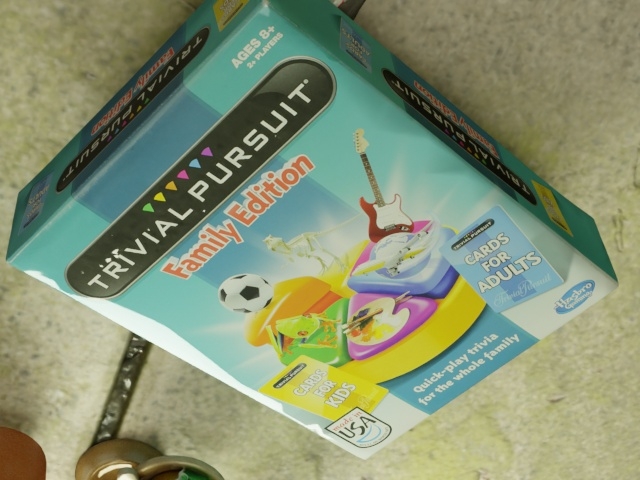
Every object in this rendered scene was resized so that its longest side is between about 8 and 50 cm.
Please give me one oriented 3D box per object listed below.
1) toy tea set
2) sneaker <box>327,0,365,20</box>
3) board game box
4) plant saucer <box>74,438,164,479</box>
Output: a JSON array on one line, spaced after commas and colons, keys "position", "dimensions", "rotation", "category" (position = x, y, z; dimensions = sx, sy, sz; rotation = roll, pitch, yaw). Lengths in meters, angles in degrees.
[{"position": [-0.183, 0.270, 0.883], "dimensions": [0.335, 0.124, 0.200], "rotation": [10, 127, -7], "category": "toy tea set"}, {"position": [-0.007, -0.131, 0.728], "dimensions": [0.064, 0.061, 0.158], "rotation": [27, 124, -34], "category": "sneaker"}, {"position": [0.000, 0.000, 0.745], "dimensions": [0.336, 0.079, 0.253], "rotation": [34, 120, -30], "category": "board game box"}, {"position": [-0.171, 0.208, 0.930], "dimensions": [0.083, 0.015, 0.083], "rotation": [-3, 121, -5], "category": "plant saucer"}]
